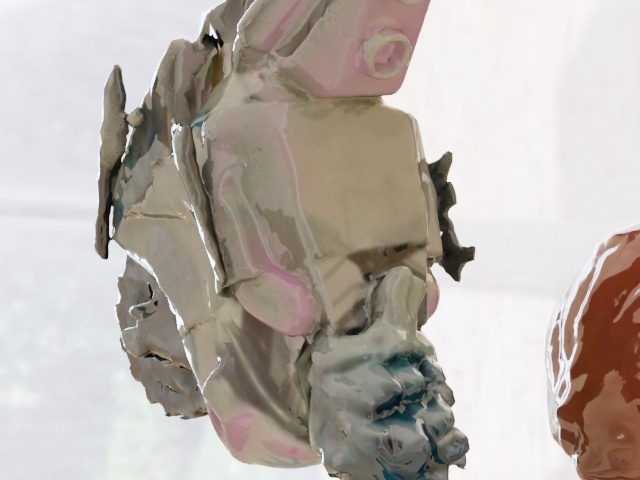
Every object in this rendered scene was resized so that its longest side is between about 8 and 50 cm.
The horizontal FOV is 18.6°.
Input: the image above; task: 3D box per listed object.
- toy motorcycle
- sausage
[{"bbox_3d":[0.005,-0.001,0.685,0.204,0.108,0.239,51,147,41],"label":"toy motorcycle"},{"bbox_3d":[0.197,0.042,0.731,0.148,0.254,0.148,169,90,-70],"label":"sausage"}]
